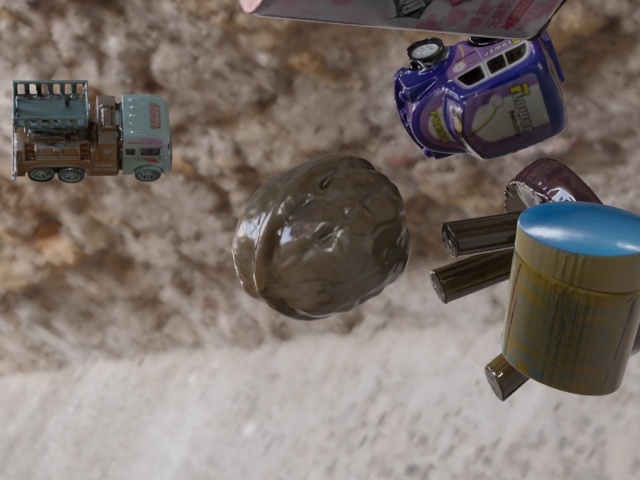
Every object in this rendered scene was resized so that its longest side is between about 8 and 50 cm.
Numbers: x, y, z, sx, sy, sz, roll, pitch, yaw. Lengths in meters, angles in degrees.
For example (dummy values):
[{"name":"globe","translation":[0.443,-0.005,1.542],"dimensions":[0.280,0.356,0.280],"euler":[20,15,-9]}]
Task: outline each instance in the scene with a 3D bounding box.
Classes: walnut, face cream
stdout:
[{"name":"walnut","translation":[0.000,0.000,1.738],"dimensions":[0.224,0.224,0.224],"euler":[-50,17,22]},{"name":"face cream","translation":[0.261,0.060,1.448],"dimensions":[0.285,0.139,0.067],"euler":[86,-154,-56]}]

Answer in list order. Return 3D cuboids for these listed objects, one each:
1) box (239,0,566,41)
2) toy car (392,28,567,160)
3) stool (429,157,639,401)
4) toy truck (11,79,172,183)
[{"name":"box","translation":[0.109,-0.301,1.428],"dimensions":[0.190,0.369,0.112],"euler":[-54,45,46]},{"name":"toy car","translation":[0.223,-0.194,1.930],"dimensions":[0.235,0.172,0.158],"euler":[-22,32,8]},{"name":"stool","translation":[0.262,0.053,1.731],"dimensions":[0.178,0.272,0.272],"euler":[-26,12,-11]},{"name":"toy truck","translation":[-0.248,-0.122,1.536],"dimensions":[0.115,0.177,0.080],"euler":[110,156,-60]}]
